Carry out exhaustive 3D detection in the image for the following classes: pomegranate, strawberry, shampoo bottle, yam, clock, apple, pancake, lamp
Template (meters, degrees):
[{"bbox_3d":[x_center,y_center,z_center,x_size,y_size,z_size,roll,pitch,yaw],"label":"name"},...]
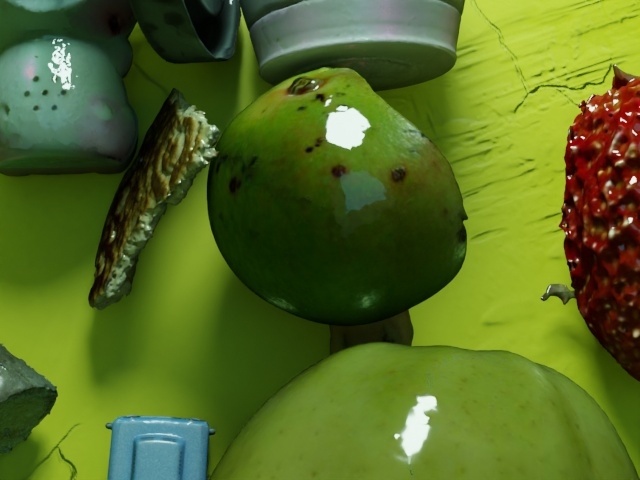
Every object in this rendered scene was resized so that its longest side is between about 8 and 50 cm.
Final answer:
[{"bbox_3d":[0.000,0.000,1.133,0.216,0.310,0.358,-22,118,-24],"label":"pomegranate"},{"bbox_3d":[0.387,-0.021,1.218,0.292,0.292,0.343,28,90,0],"label":"strawberry"},{"bbox_3d":[0.036,-0.311,1.217,0.273,0.273,0.266,-2,87,-8],"label":"shampoo bottle"},{"bbox_3d":[-0.423,0.137,1.125,0.254,0.154,0.154,42,76,2],"label":"yam"},{"bbox_3d":[-0.161,-0.359,1.179,0.067,0.325,0.325,-7,78,10],"label":"clock"},{"bbox_3d":[0.096,0.318,1.003,0.474,0.473,0.473,2,77,-7],"label":"apple"},{"bbox_3d":[-0.169,-0.055,1.159,0.057,0.244,0.266,23,67,-29],"label":"pancake"},{"bbox_3d":[-0.304,-0.233,1.177,0.247,0.247,0.301,-2,85,-5],"label":"lamp"}]

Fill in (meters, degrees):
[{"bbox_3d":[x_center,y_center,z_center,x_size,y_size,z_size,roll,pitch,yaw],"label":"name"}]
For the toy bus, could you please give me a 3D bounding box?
[{"bbox_3d":[-0.176,0.298,1.118,0.116,0.133,0.234,4,73,-6],"label":"toy bus"}]
